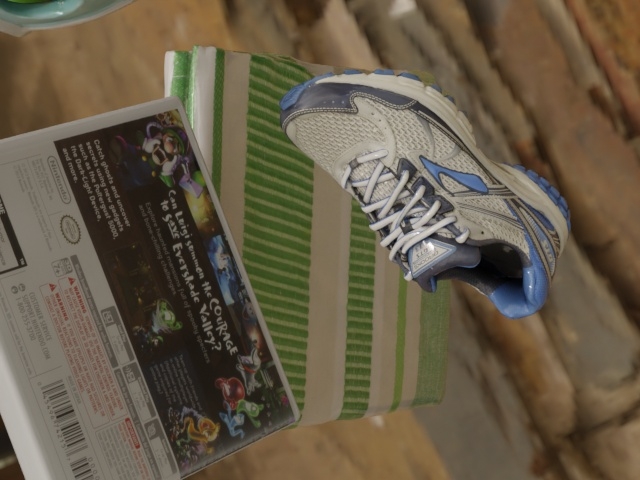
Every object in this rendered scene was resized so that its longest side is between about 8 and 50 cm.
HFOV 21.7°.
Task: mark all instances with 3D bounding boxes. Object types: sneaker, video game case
[{"bbox_3d":[0.041,-0.015,0.622,0.052,0.135,0.058,-34,36,44],"label":"sneaker"},{"bbox_3d":[-0.103,0.032,0.848,0.022,0.173,0.190,-21,90,43],"label":"video game case"}]

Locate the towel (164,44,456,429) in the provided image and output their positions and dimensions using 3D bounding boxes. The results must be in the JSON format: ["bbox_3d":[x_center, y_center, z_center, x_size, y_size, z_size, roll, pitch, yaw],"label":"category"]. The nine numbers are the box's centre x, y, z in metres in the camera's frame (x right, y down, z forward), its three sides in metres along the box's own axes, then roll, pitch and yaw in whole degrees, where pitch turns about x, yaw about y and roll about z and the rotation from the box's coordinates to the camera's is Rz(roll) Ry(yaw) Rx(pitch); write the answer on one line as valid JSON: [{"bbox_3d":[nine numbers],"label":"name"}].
[{"bbox_3d":[0.000,0.000,1.114,0.038,0.325,0.248,2,92,32],"label":"towel"}]

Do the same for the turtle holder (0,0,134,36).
[{"bbox_3d":[-0.185,-0.255,1.022,0.243,0.227,0.320,41,-170,7],"label":"turtle holder"}]
